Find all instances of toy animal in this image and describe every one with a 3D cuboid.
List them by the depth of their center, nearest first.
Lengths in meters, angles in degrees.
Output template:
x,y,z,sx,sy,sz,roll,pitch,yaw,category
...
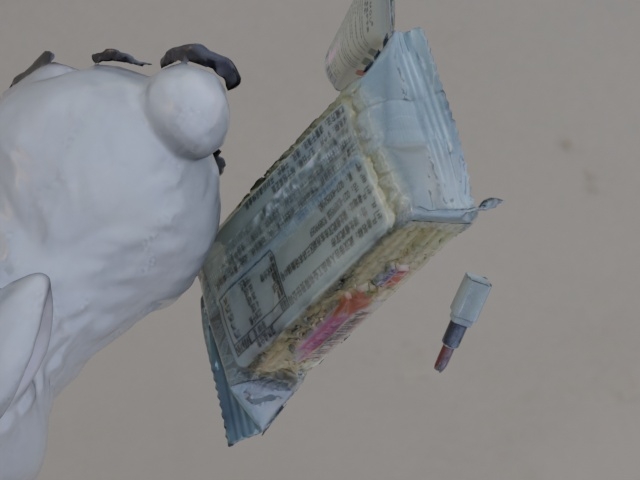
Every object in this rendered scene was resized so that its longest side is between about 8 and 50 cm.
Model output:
x,y,z,sx,sy,sz,roll,pitch,yaw,category
-0.201,0.037,1.220,0.194,0.258,0.357,29,58,-7,toy animal

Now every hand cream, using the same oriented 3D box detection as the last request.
x,y,z,sx,sy,sz,roll,pitch,yaw,category
0.046,-0.200,1.679,0.059,0.276,0.095,2,79,-7,hand cream

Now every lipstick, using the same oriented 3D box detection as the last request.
x,y,z,sx,sy,sz,roll,pitch,yaw,category
0.137,0.084,1.713,0.025,0.107,0.025,18,18,-14,lipstick

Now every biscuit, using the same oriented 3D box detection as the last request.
x,y,z,sx,sy,sz,roll,pitch,yaw,category
-0.002,-0.004,1.299,0.079,0.309,0.186,9,48,-37,biscuit
